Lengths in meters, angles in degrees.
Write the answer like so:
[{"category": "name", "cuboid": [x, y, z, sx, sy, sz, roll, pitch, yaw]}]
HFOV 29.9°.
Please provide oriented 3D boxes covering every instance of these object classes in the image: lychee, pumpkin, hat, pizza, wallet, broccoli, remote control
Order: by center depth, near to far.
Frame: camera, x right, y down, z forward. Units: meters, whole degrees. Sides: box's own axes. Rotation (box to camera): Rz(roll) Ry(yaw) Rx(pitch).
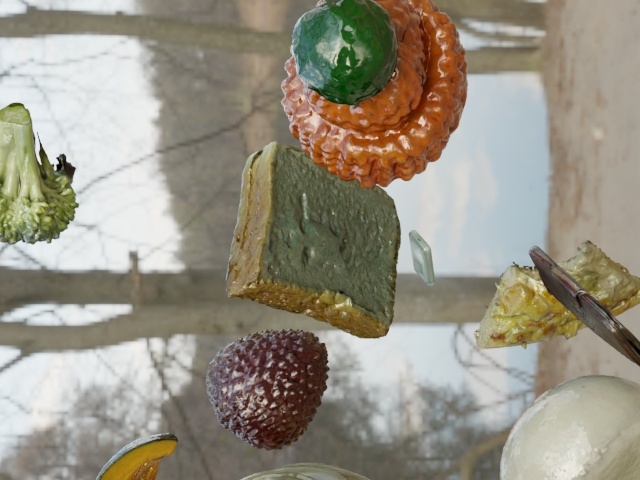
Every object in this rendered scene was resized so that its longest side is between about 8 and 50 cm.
[{"category": "hat", "cuboid": [0.038, -0.246, 1.604, 0.400, 0.285, 0.285, 36, -130, -65]}, {"category": "wallet", "cuboid": [0.400, 0.097, 1.819, 0.137, 0.031, 0.255, 48, 180, -34]}, {"category": "remote control", "cuboid": [0.170, 0.031, 2.007, 0.053, 0.018, 0.124, 51, 168, 32]}, {"category": "pizza", "cuboid": [0.420, 0.108, 2.096, 0.223, 0.323, 0.089, 65, -171, -51]}, {"category": "broccoli", "cuboid": [-0.547, -0.131, 2.133, 0.247, 0.263, 0.243, -29, -36, -44]}, {"category": "pumpkin", "cuboid": [-0.374, 0.453, 2.255, 0.130, 0.149, 0.254, 44, 120, 57]}, {"category": "lychee", "cuboid": [-0.098, 0.286, 2.413, 0.271, 0.271, 0.271, 180, 90, -86]}]

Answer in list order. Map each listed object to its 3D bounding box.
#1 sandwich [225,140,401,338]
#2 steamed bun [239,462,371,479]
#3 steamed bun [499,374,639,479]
[{"category": "sandwich", "cuboid": [0.000, 0.000, 1.960, 0.099, 0.301, 0.271, -17, 59, 49]}, {"category": "steamed bun", "cuboid": [-0.032, 0.440, 1.595, 0.367, 0.342, 0.255, -61, -27, -66]}, {"category": "steamed bun", "cuboid": [0.381, 0.318, 1.788, 0.177, 0.283, 0.283, 41, 142, 37]}]
